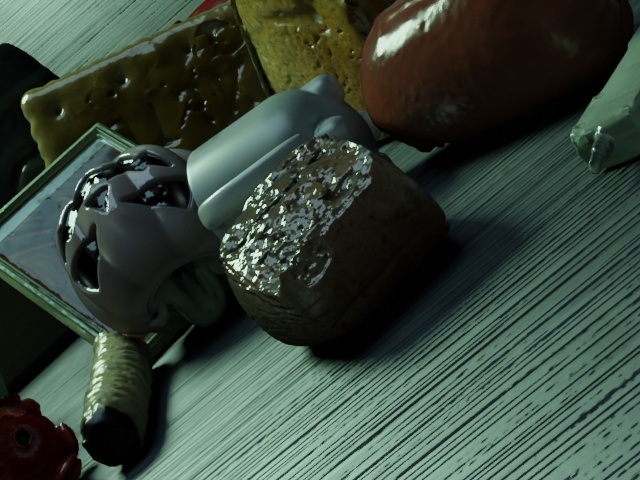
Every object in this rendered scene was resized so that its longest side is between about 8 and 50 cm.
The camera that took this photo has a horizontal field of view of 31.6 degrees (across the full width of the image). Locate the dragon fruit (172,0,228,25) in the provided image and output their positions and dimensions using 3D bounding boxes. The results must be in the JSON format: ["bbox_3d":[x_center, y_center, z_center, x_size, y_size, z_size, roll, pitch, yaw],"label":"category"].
[{"bbox_3d":[-0.100,-0.252,1.603,0.315,0.250,0.250,-19,20,16],"label":"dragon fruit"}]

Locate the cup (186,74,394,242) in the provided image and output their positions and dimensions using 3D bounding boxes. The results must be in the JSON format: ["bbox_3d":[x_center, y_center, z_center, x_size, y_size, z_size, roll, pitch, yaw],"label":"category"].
[{"bbox_3d":[-0.029,-0.066,0.952,0.142,0.173,0.134,-34,58,21],"label":"cup"}]

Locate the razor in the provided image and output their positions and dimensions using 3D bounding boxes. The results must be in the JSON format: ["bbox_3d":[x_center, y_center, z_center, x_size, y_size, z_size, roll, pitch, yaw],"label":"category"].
[{"bbox_3d":[-0.322,-0.069,1.377,0.204,0.349,0.113,-49,-3,5],"label":"razor"}]

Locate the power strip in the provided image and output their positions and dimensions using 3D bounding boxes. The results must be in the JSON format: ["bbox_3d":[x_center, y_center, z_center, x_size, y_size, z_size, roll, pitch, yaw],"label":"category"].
[{"bbox_3d":[0.202,-0.098,0.704,0.047,0.030,0.191,-23,22,48],"label":"power strip"}]

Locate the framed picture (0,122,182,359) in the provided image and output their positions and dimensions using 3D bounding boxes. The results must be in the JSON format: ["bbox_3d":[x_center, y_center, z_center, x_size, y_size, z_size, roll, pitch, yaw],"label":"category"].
[{"bbox_3d":[-0.212,-0.005,1.169,0.216,0.273,0.016,-48,-29,-24],"label":"framed picture"}]

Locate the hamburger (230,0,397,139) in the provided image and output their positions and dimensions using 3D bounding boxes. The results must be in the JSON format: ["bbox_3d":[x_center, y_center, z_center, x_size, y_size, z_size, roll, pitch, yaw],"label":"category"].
[{"bbox_3d":[0.035,-0.230,1.157,0.211,0.245,0.260,-49,-4,-24],"label":"hamburger"}]

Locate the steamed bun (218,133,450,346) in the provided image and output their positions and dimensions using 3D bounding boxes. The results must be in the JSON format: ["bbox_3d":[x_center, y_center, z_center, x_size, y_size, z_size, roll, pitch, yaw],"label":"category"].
[{"bbox_3d":[0.000,0.000,0.788,0.145,0.106,0.175,-44,16,-10],"label":"steamed bun"}]

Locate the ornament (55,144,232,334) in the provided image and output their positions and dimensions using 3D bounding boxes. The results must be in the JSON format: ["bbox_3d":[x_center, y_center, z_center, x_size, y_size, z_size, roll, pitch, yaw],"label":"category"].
[{"bbox_3d":[-0.147,0.006,1.034,0.177,0.177,0.177,-38,14,11],"label":"ornament"}]

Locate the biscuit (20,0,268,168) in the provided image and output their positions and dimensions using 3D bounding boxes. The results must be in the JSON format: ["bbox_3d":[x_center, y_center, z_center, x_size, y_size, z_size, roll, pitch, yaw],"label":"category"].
[{"bbox_3d":[-0.163,-0.140,1.298,0.325,0.217,0.044,-24,-6,-1],"label":"biscuit"}]

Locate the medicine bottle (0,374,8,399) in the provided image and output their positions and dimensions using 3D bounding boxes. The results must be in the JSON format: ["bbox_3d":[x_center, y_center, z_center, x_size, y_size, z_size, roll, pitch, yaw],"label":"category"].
[{"bbox_3d":[-0.408,0.183,1.048,0.245,0.245,0.290,-45,17,-17],"label":"medicine bottle"}]

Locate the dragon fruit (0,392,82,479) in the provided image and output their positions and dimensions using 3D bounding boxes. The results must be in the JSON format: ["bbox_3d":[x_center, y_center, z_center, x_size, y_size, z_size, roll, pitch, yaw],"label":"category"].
[{"bbox_3d":[-0.257,0.178,0.910,0.068,0.126,0.112,133,137,-62],"label":"dragon fruit"}]

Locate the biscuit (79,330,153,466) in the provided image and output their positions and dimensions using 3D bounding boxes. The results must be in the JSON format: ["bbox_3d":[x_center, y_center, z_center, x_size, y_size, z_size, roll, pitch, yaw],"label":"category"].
[{"bbox_3d":[-0.173,0.126,0.958,0.055,0.061,0.219,-50,12,5],"label":"biscuit"}]

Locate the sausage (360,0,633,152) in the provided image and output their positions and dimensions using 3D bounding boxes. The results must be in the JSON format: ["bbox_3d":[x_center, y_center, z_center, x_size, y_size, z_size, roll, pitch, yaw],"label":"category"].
[{"bbox_3d":[0.126,-0.153,0.871,0.254,0.148,0.148,-23,22,45],"label":"sausage"}]

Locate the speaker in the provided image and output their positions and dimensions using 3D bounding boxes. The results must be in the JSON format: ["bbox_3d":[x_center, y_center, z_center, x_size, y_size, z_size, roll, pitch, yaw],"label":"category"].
[{"bbox_3d":[-0.437,0.090,1.501,0.231,0.192,0.153,-42,12,-9],"label":"speaker"}]
